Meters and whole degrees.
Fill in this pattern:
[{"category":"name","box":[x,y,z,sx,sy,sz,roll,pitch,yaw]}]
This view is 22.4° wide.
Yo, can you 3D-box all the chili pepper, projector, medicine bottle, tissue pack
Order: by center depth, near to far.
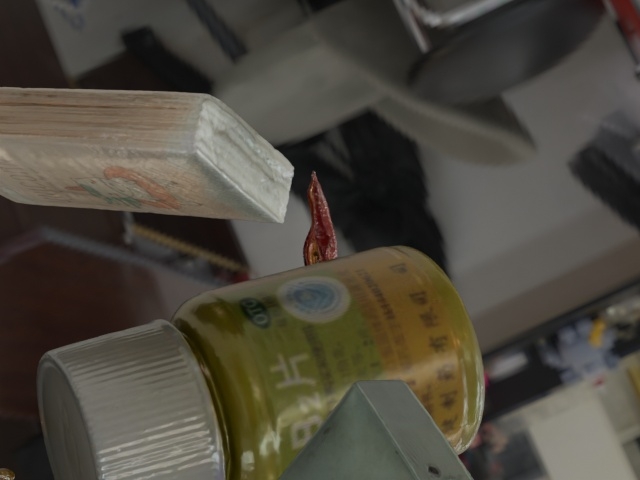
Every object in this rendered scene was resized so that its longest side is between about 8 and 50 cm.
[{"category":"projector","box":[0.047,0.177,1.020,0.061,0.147,0.115,0,136,-42]},{"category":"tissue pack","box":[-0.203,-0.081,1.511,0.325,0.071,0.170,4,161,30]},{"category":"medicine bottle","box":[-0.057,0.148,1.531,0.384,0.224,0.224,-13,163,-23]},{"category":"chili pepper","box":[0.000,0.000,1.835,0.027,0.178,0.045,-21,-152,-31]}]

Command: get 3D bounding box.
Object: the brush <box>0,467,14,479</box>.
[{"category":"brush","box":[-0.337,0.235,1.539,0.043,0.014,0.170,31,146,-28]}]
